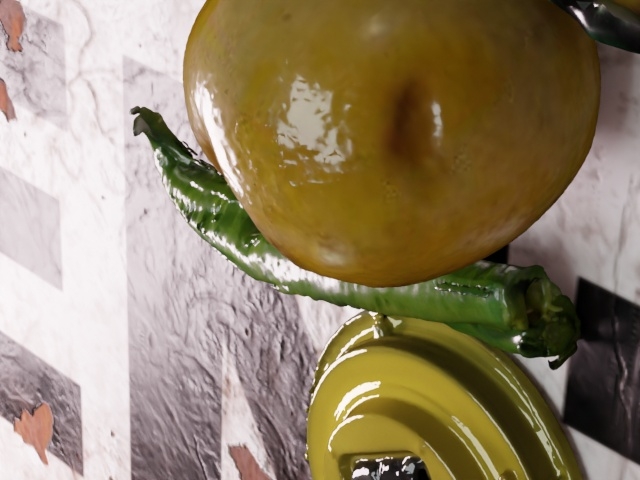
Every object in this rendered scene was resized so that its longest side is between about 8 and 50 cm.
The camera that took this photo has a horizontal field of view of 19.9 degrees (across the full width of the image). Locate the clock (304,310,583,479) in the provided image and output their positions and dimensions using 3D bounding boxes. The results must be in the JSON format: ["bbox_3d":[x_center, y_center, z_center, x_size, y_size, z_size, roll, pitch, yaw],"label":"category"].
[{"bbox_3d":[0.062,0.154,1.106,0.237,0.057,0.237,25,126,40],"label":"clock"}]

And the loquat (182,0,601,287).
[{"bbox_3d":[0.028,-0.075,0.921,0.213,0.213,0.213,25,126,41],"label":"loquat"}]

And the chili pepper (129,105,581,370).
[{"bbox_3d":[0.000,0.000,1.091,0.359,0.085,0.076,22,83,43],"label":"chili pepper"}]

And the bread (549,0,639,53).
[{"bbox_3d":[0.165,-0.199,0.685,0.376,0.208,0.251,33,124,36],"label":"bread"}]
